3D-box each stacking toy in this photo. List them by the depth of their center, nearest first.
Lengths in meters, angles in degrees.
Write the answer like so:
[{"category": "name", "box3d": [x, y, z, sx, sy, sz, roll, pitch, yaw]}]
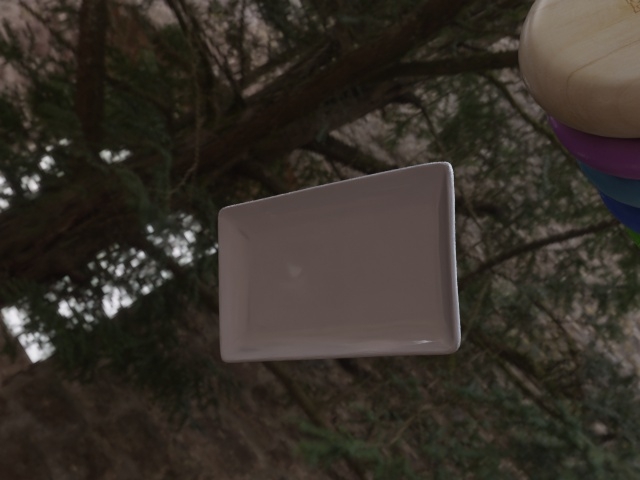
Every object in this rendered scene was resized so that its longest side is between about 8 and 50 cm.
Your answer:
[{"category": "stacking toy", "box3d": [0.232, -0.020, 0.551, 0.141, 0.141, 0.330, 21, -24, 43]}]

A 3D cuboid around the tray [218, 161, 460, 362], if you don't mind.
[{"category": "tray", "box3d": [0.010, 0.027, 0.766, 0.270, 0.030, 0.145, -9, -102, 44]}]
